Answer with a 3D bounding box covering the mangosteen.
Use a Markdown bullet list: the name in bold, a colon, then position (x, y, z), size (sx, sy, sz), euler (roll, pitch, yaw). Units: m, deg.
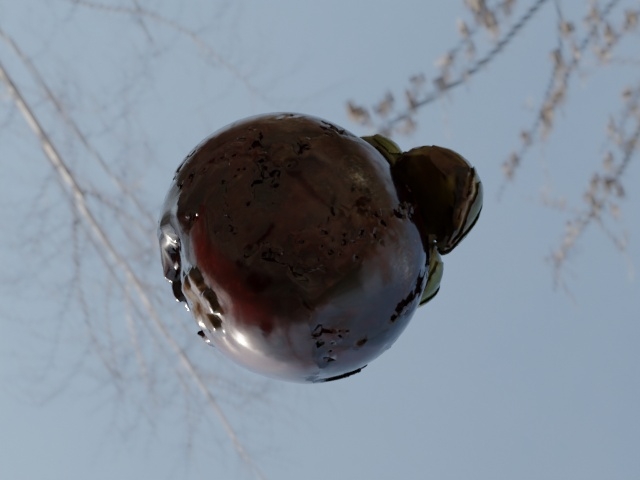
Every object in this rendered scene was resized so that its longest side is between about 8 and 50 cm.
- **mangosteen**: position (0.000, 0.000, 0.968), size (0.180, 0.166, 0.166), euler (-15, -146, -28)
